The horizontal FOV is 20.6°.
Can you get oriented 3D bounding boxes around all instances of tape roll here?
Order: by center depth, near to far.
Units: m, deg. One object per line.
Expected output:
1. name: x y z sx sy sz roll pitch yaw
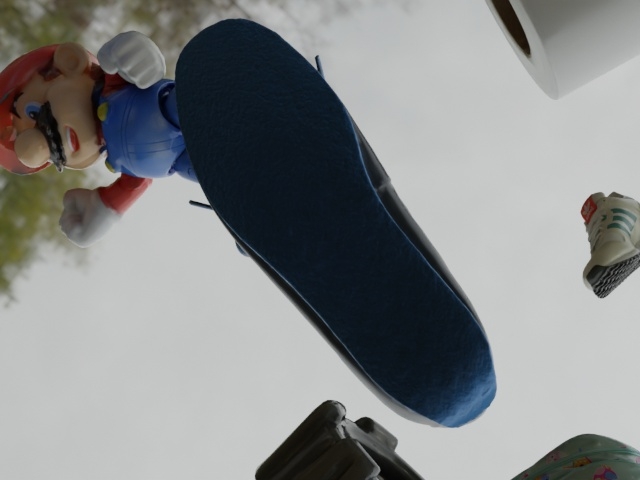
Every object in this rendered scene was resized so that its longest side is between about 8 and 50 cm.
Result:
1. tape roll: 0.276 -0.300 1.961 0.169 0.246 0.246 -30 -144 0

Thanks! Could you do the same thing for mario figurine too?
1. mario figurine: -0.190 -0.087 1.616 0.320 0.170 0.198 11 -91 31

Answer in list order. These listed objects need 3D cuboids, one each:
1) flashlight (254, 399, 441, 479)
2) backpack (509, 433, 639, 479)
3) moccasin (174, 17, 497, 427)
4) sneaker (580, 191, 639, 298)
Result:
1. flashlight: -0.061 0.211 0.768 0.304 0.103 0.103 -47 -151 5
2. backpack: 0.180 0.231 1.308 0.182 0.152 0.115 -44 -137 30
3. moccasin: 0.000 0.000 1.269 0.138 0.117 0.342 -30 -105 -1
4. sneaker: 0.259 -0.002 1.605 0.161 0.075 0.057 -30 158 -55
